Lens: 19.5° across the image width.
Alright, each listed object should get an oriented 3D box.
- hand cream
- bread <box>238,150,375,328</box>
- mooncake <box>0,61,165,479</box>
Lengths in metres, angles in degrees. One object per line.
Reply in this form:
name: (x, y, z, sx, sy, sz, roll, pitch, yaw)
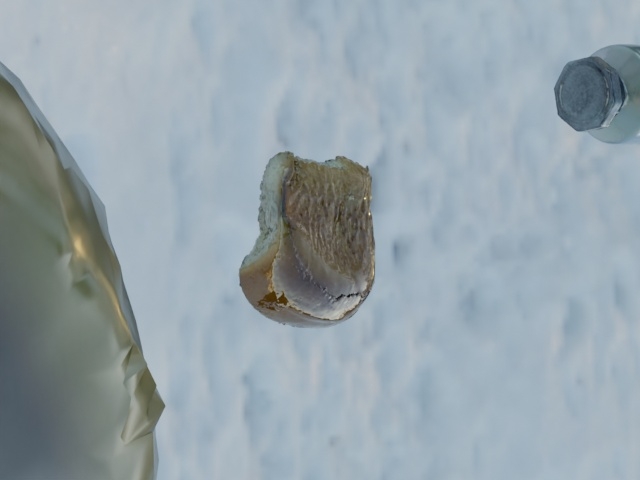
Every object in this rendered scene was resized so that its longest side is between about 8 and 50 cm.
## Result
hand cream: (0.242, -0.089, 1.154, 0.271, 0.091, 0.058, -4, 54, -45)
bread: (0.000, 0.000, 1.306, 0.129, 0.044, 0.126, 8, 88, -49)
mooncake: (-0.254, 0.048, 0.530, 0.394, 0.246, 0.393, 12, 117, -45)
